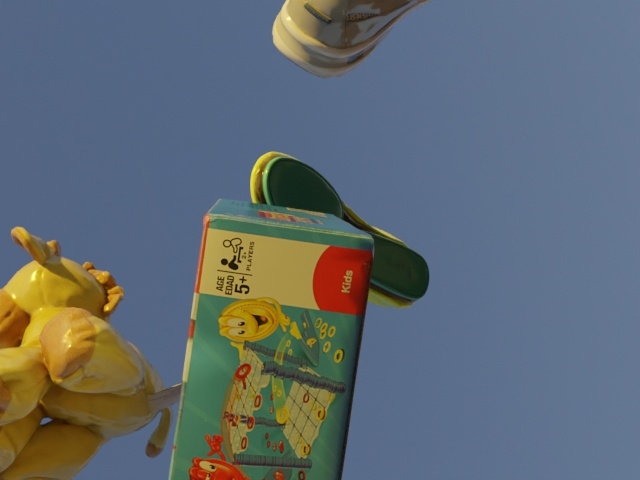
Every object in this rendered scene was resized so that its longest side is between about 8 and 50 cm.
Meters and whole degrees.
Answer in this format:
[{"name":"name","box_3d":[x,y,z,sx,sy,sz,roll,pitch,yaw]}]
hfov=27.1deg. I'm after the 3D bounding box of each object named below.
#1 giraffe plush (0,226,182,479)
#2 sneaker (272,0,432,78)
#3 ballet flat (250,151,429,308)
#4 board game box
[{"name":"giraffe plush","box_3d":[-0.211,0.081,1.056,0.210,0.181,0.170,-13,-131,-29]},{"name":"sneaker","box_3d":[0.070,-0.245,1.068,0.105,0.115,0.281,32,-126,0]},{"name":"ballet flat","box_3d":[0.000,0.000,1.128,0.231,0.077,0.077,34,-116,-41]},{"name":"board game box","box_3d":[-0.043,0.132,0.795,0.086,0.308,0.302,8,-88,-4]}]
